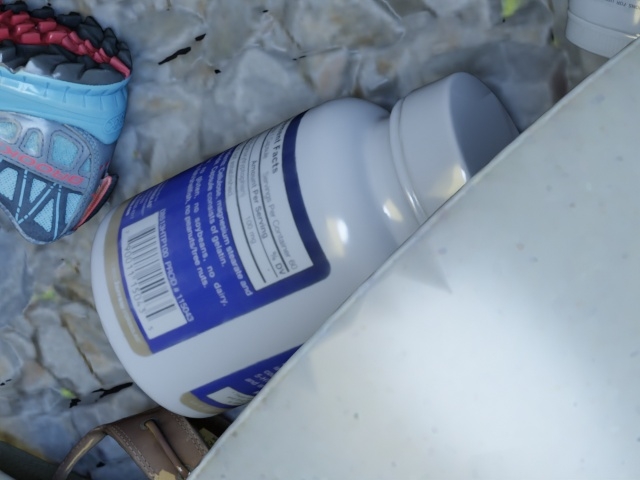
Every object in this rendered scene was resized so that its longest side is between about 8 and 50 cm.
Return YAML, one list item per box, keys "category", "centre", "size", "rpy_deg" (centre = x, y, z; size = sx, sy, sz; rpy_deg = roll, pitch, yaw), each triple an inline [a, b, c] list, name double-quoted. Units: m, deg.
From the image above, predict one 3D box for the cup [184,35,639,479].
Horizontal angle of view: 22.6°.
- category: "cup"
  centre: [0.131, 0.101, 0.560]
  size: [0.237, 0.331, 0.331]
  rpy_deg: [46, 117, 12]

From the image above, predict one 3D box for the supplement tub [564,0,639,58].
- category: "supplement tub"
  centre: [0.142, -0.128, 0.646]
  size: [0.071, 0.071, 0.107]
  rpy_deg: [16, 111, 17]

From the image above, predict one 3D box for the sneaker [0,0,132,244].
- category: "sneaker"
  centre: [-0.224, -0.065, 0.796]
  size: [0.262, 0.104, 0.125]
  rpy_deg: [16, 113, 17]

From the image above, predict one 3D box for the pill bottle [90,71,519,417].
- category: "pill bottle"
  centre: [0.000, 0.000, 0.720]
  size: [0.186, 0.112, 0.112]
  rpy_deg: [-24, 96, 26]

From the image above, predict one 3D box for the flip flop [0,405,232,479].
- category: "flip flop"
  centre: [-0.052, 0.123, 0.792]
  size: [0.277, 0.112, 0.080]
  rpy_deg: [5, 82, 23]
